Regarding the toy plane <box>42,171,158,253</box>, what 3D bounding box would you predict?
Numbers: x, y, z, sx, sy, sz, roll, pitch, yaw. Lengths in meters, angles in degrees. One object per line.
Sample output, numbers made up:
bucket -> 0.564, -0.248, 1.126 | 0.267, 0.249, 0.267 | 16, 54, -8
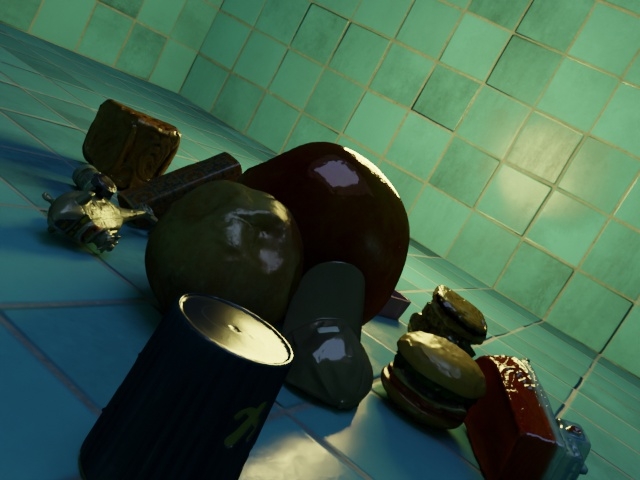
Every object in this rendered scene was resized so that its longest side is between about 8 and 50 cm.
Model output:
toy plane -> -0.317, -0.036, 1.038 | 0.108, 0.092, 0.286 | 51, 13, 3

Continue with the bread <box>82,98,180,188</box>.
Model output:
bread -> -0.386, -0.189, 1.390 | 0.149, 0.158, 0.143 | 11, 22, -49

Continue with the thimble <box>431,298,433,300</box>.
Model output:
thimble -> 0.292, 0.173, 1.613 | 0.090, 0.102, 0.115 | 30, -19, 8

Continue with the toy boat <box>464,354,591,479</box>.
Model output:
toy boat -> 0.309, 0.269, 1.036 | 0.133, 0.145, 0.332 | 17, 16, -3

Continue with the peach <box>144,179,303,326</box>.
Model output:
peach -> -0.131, 0.037, 0.899 | 0.214, 0.214, 0.235 | 28, 32, -8

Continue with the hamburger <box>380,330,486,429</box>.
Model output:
hamburger -> 0.173, 0.213, 1.043 | 0.162, 0.115, 0.162 | 27, 13, -7

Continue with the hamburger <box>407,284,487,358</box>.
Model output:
hamburger -> 0.260, 0.188, 1.400 | 0.159, 0.131, 0.185 | 37, 16, -3

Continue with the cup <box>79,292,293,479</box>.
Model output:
cup -> -0.098, 0.134, 0.582 | 0.131, 0.155, 0.176 | 32, 12, 14

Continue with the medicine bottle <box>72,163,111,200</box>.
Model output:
medicine bottle -> -0.401, -0.098, 1.200 | 0.047, 0.047, 0.083 | 19, 15, -44

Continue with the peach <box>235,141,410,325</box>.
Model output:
peach -> 0.000, 0.000, 1.151 | 0.332, 0.307, 0.308 | 61, 3, -14

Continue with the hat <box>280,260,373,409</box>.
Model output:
hat -> 0.032, 0.128, 0.945 | 0.166, 0.173, 0.144 | 20, 6, -34

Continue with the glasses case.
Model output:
glasses case -> -0.252, -0.098, 1.238 | 0.218, 0.049, 0.075 | -27, 44, -27

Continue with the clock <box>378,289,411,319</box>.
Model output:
clock -> 0.122, 0.123, 1.528 | 0.152, 0.050, 0.110 | 20, 14, -43
